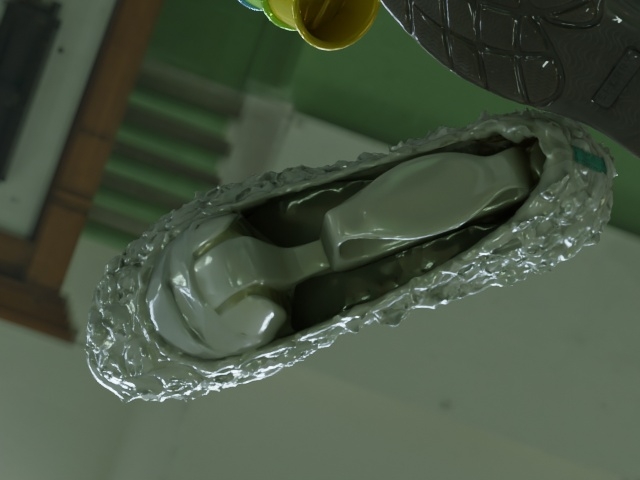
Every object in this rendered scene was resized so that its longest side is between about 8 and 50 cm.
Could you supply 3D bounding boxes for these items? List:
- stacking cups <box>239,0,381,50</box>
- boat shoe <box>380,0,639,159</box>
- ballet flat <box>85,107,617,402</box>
[{"bbox_3d":[-0.069,-0.272,1.590,0.096,0.096,0.316,18,-168,-41],"label":"stacking cups"},{"bbox_3d":[0.162,-0.150,1.063,0.324,0.123,0.116,33,-141,-7],"label":"boat shoe"},{"bbox_3d":[0.000,0.000,1.148,0.409,0.147,0.147,-22,173,13],"label":"ballet flat"}]
